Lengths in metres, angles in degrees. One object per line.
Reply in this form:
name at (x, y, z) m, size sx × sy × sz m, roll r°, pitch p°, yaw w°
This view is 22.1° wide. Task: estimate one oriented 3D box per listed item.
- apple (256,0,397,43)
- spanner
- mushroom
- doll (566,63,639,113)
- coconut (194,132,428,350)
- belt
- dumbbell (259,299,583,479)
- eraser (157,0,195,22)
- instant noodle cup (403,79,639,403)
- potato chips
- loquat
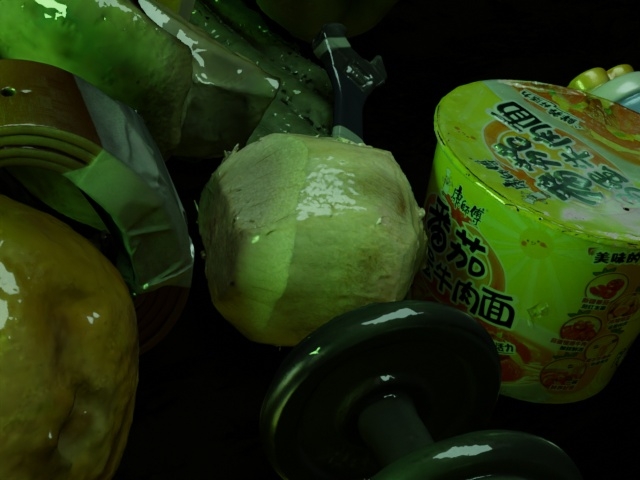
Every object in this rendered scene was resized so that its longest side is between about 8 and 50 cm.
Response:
apple at (-0.013, -0.354, 1.852) m, size 0.279 × 0.279 × 0.279 m, roll 13°, pitch 32°, yaw -9°
spanner at (0.033, -0.100, 1.636) m, size 0.087 × 0.024 × 0.316 m, roll 25°, pitch 42°, yaw -25°
mushroom at (-0.206, -0.125, 1.384) m, size 0.292 × 0.217 × 0.212 m, roll 35°, pitch 10°, yaw -6°
doll at (0.352, -0.035, 1.627) m, size 0.177 × 0.141 × 0.314 m, roll -10°, pitch 62°, yaw -40°
coconut at (0.001, 0.002, 1.381) m, size 0.194 × 0.194 × 0.194 m, roll 13°, pitch 32°, yaw -9°
belt at (-0.200, -0.020, 1.249) m, size 0.261 × 0.184 × 0.105 m, roll 51°, pitch 10°, yaw -40°
dumbbell at (0.070, 0.162, 1.160) m, size 0.192 × 0.192 × 0.290 m, roll 2°, pitch 35°, yaw -26°
eraser at (-0.210, -0.179, 1.505) m, size 0.158 × 0.226 × 0.069 m, roll 21°, pitch 19°, yaw 8°
instant noodle cup at (0.197, 0.007, 1.451) m, size 0.264 × 0.200 × 0.264 m, roll 13°, pitch 32°, yaw -8°
potato chips at (-0.167, -0.205, 1.705) m, size 0.358 × 0.070 × 0.429 m, roll -6°, pitch 41°, yaw -44°
loquat at (-0.263, 0.078, 1.059) m, size 0.284 × 0.276 × 0.276 m, roll 33°, pitch 34°, yaw 28°
